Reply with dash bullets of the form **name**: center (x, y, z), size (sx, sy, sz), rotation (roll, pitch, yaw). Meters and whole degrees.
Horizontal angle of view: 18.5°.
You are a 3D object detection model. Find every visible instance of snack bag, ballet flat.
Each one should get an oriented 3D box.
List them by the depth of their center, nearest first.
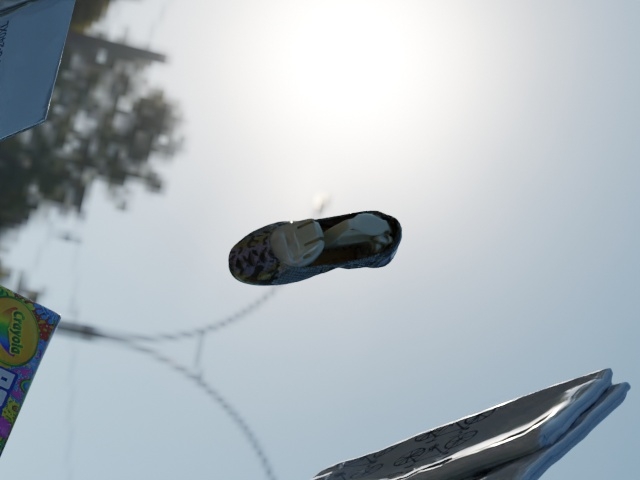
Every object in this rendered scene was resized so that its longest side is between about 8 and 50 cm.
- **ballet flat**: center (0.000, 0.000, 1.152), size (0.041, 0.114, 0.041), rotation (20, -66, 56)
- **snack bag**: center (0.063, 0.211, 1.634), size (0.323, 0.342, 0.037), rotation (-22, -86, 32)

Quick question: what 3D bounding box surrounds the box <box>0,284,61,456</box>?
- **box**: center (-0.332, 0.120, 1.089), size (0.177, 0.279, 0.290), rotation (-58, -171, 32)

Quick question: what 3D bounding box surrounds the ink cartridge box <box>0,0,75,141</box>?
- **ink cartridge box**: center (-0.187, -0.130, 0.951), size (0.150, 0.063, 0.109), rotation (53, -33, 20)
